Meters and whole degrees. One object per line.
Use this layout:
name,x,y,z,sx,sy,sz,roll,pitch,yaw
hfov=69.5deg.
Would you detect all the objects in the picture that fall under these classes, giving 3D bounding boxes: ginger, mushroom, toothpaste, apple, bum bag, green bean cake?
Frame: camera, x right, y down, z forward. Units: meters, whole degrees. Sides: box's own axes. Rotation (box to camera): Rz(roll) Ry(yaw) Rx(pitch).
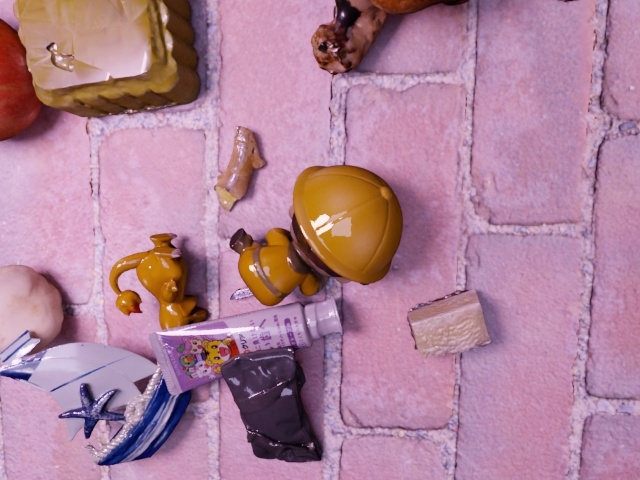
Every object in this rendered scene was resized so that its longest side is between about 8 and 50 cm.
ginger,-0.132,-0.111,0.740,0.057,0.044,0.137,24,95,20
mushroom,-0.500,0.116,0.750,0.154,0.122,0.154,-2,93,-37
toothpaste,-0.114,0.158,0.732,0.299,0.073,0.114,-16,105,-1
apple,-0.529,-0.250,0.693,0.209,0.164,0.210,8,115,18
mushroom,0.069,-0.401,0.630,0.254,0.267,0.267,-15,95,40
bum bag,-0.074,0.274,0.735,0.123,0.060,0.249,-12,111,4
green bean cake,-0.319,-0.317,0.692,0.236,0.124,0.233,-7,95,5

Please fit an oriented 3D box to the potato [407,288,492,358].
potato,0.201,0.136,0.729,0.122,0.061,0.086,-19,96,7

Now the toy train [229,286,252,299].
toy train,-0.113,0.083,0.768,0.083,0.017,0.017,-13,92,5

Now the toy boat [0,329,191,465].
toy boat,-0.359,0.260,0.741,0.291,0.070,0.210,10,92,-20

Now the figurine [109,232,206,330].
figurine,-0.258,0.087,0.733,0.122,0.121,0.176,-21,117,-17

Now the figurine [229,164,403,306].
figurine,0.000,0.001,0.680,0.256,0.167,0.192,-37,105,9

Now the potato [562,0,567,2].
potato,0.347,-0.452,0.636,0.182,0.117,0.202,-14,94,3
